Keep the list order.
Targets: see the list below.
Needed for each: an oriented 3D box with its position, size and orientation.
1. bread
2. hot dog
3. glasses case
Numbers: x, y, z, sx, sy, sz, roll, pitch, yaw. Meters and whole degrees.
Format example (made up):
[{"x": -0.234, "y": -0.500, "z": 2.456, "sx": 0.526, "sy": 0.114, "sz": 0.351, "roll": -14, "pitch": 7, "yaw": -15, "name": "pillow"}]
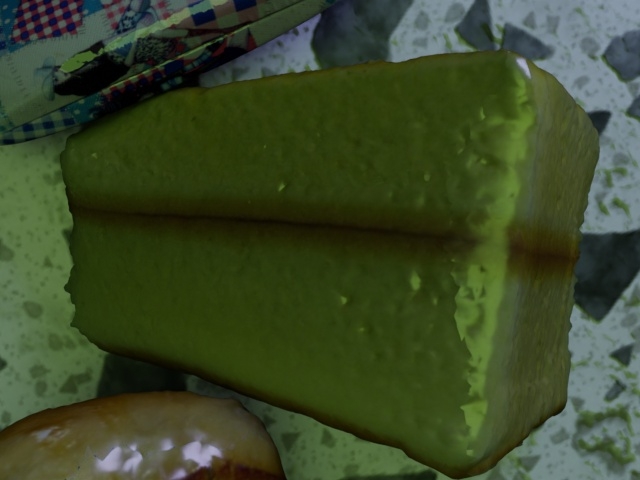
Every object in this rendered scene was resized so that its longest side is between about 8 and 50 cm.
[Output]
[{"x": 0.000, "y": 0.000, "z": 0.490, "sx": 0.362, "sy": 0.245, "sz": 0.233, "roll": 7, "pitch": 91, "yaw": 30, "name": "bread"}, {"x": -0.140, "y": 0.287, "z": 0.417, "sx": 0.185, "sy": 0.223, "sz": 0.404, "roll": -6, "pitch": 96, "yaw": -39, "name": "hot dog"}, {"x": -0.123, "y": -0.171, "z": 0.452, "sx": 0.328, "sy": 0.076, "sz": 0.125, "roll": -24, "pitch": 60, "yaw": -1, "name": "glasses case"}]
